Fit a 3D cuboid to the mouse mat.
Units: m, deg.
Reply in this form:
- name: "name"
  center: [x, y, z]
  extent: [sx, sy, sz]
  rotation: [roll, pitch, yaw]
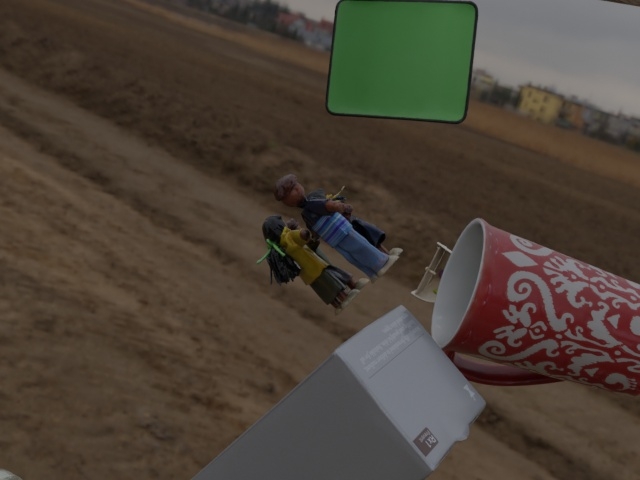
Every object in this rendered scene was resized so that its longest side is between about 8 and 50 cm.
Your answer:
- name: "mouse mat"
  center: [0.100, -0.227, 1.253]
  extent: [0.189, 0.153, 0.007]
  rotation: [7, 3, 21]

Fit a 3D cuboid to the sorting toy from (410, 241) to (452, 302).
- name: "sorting toy"
  center: [0.180, 0.057, 1.382]
  extent: [0.075, 0.083, 0.045]
  rotation: [35, 15, 31]

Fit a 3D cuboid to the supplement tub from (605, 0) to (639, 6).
- name: "supplement tub"
  center: [0.213, -0.244, 0.631]
  extent: [0.272, 0.191, 0.191]
  rotation: [23, 12, 42]

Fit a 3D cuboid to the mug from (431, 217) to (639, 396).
- name: "mug"
  center: [0.186, 0.065, 0.836]
  extent: [0.169, 0.113, 0.150]
  rotation: [17, -18, -6]

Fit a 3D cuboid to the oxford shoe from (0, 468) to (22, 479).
- name: "oxford shoe"
  center: [-0.258, 0.318, 0.615]
  extent: [0.130, 0.169, 0.449]
  rotation: [9, 26, 1]

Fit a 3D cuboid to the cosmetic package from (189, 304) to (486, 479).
- name: "cosmetic package"
  center: [-0.011, 0.162, 0.697]
  extent: [0.107, 0.238, 0.127]
  rotation: [47, 23, 9]

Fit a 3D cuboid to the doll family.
- name: "doll family"
  center: [0.000, 0.000, 0.846]
  extent: [0.111, 0.193, 0.076]
  rotation: [44, 57, 1]
